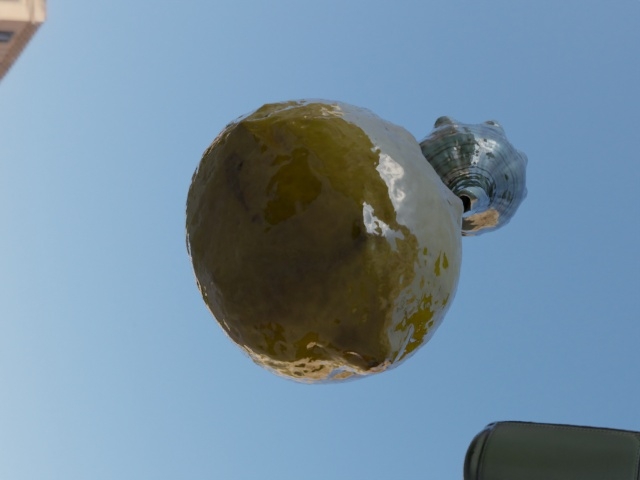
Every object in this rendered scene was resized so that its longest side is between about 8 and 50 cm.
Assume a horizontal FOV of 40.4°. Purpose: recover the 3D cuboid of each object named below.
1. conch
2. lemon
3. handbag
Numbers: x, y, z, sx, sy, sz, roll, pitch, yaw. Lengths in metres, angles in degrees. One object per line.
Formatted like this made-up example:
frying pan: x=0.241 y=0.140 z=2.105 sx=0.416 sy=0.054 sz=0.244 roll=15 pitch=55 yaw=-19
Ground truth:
conch: x=0.165 y=-0.075 z=1.141 sx=0.203 sy=0.386 sz=0.169 roll=-47 pitch=-107 yaw=15
lemon: x=0.000 y=0.000 z=0.751 sx=0.288 sy=0.234 sz=0.233 roll=59 pitch=-41 yaw=42
handbag: x=0.285 y=0.277 z=0.768 sx=0.316 sy=0.109 sz=0.241 roll=2 pitch=-78 yaw=32
